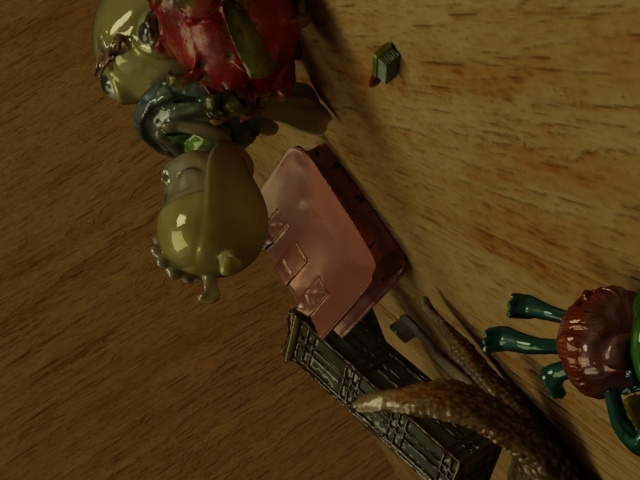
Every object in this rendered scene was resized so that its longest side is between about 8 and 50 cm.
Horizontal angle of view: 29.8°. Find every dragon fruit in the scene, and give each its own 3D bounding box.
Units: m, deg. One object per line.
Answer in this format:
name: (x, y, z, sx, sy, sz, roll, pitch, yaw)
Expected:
dragon fruit: (-0.087, -0.204, 1.129, 0.166, 0.160, 0.172, -21, -97, -56)

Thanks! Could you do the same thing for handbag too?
handbag: (0.000, 0.000, 1.496, 0.157, 0.059, 0.212, -51, 60, 35)

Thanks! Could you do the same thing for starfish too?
starfish: (0.201, 0.253, 1.238, 0.398, 0.132, 0.384, 47, -177, -18)

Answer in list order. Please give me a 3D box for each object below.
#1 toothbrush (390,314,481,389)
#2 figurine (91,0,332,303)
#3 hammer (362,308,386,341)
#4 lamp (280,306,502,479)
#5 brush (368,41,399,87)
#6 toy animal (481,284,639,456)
toothbrush: (0.157, 0.162, 1.543, 0.025, 0.029, 0.307, 60, 173, -26)
figurine: (-0.104, -0.124, 1.274, 0.226, 0.274, 0.394, -45, 44, 50)
hammer: (0.060, 0.081, 1.653, 0.152, 0.044, 0.427, -158, 46, -75)
lamp: (0.086, 0.198, 1.550, 0.325, 0.089, 0.090, 38, 134, 32)
brush: (0.053, -0.141, 1.008, 0.021, 0.019, 0.083, 48, 170, 7)
toy animal: (0.177, 0.075, 0.726, 0.208, 0.100, 0.103, 175, 102, -69)
